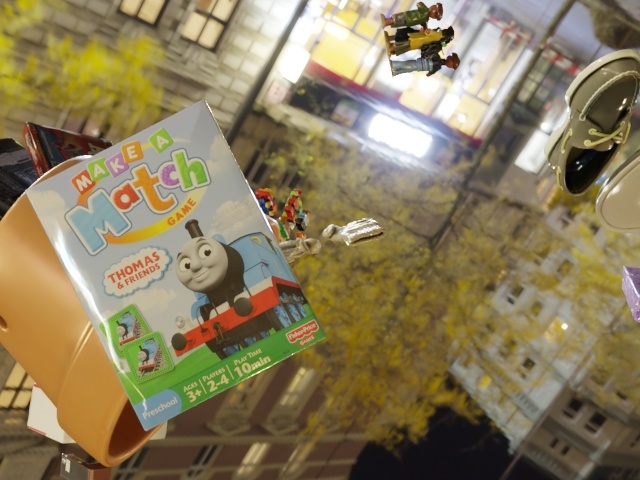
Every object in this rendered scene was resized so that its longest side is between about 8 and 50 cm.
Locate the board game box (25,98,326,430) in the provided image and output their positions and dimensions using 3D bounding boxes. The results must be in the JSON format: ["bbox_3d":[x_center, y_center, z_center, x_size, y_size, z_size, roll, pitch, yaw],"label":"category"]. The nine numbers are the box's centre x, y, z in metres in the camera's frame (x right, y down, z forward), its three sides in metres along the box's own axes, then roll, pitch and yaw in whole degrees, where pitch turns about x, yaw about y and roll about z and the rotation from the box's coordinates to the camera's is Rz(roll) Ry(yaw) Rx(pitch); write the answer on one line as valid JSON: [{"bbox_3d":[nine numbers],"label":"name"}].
[{"bbox_3d":[-0.113,0.019,0.654,0.211,0.160,0.039,62,179,3],"label":"board game box"}]

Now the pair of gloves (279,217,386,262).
[{"bbox_3d":[0.000,0.000,1.568,0.204,0.240,0.042,-92,-13,-86],"label":"pair of gloves"}]

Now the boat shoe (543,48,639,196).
[{"bbox_3d":[0.429,-0.175,1.274,0.109,0.305,0.091,-8,-115,-5],"label":"boat shoe"}]

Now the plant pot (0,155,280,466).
[{"bbox_3d":[-0.205,0.050,0.837,0.203,0.291,0.291,32,-164,8],"label":"plant pot"}]

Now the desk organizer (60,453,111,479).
[{"bbox_3d":[-0.477,0.469,1.671,0.050,0.047,0.130,5,180,-41],"label":"desk organizer"}]

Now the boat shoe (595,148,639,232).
[{"bbox_3d":[0.525,-0.124,1.130,0.112,0.335,0.095,52,-168,-5],"label":"boat shoe"}]

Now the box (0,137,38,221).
[{"bbox_3d":[-0.438,-0.031,1.242,0.307,0.076,0.242,36,-161,6],"label":"box"}]

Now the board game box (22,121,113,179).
[{"bbox_3d":[-0.349,-0.081,1.240,0.145,0.027,0.281,11,-148,-40],"label":"board game box"}]

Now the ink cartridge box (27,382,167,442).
[{"bbox_3d":[-0.463,0.360,1.731,0.237,0.100,0.172,10,174,-42],"label":"ink cartridge box"}]

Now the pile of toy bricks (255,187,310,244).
[{"bbox_3d":[-0.067,-0.065,1.853,0.118,0.105,0.212,12,150,20],"label":"pile of toy bricks"}]

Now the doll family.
[{"bbox_3d":[0.155,-0.300,1.254,0.111,0.076,0.193,-11,176,7],"label":"doll family"}]

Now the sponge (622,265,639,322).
[{"bbox_3d":[0.401,0.064,0.908,0.117,0.031,0.210,6,-172,15],"label":"sponge"}]
